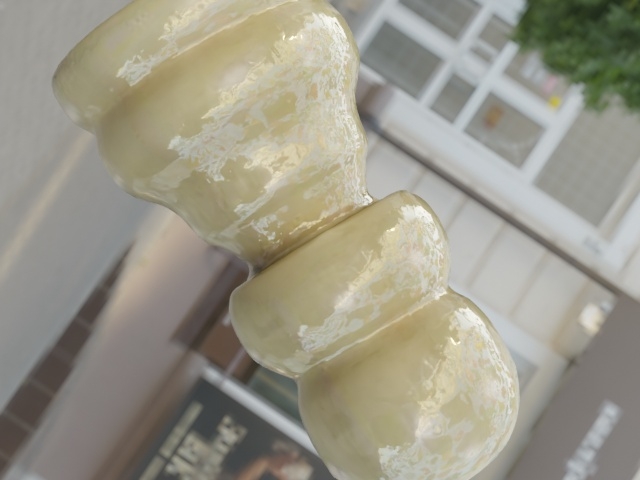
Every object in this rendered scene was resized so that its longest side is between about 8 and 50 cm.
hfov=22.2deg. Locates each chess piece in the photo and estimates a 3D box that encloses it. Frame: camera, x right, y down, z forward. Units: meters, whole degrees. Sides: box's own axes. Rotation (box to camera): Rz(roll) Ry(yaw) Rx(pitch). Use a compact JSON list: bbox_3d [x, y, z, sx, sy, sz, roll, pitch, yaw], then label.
[{"bbox_3d":[0.000,0.000,0.876,0.167,0.300,0.167,-32,176,-2],"label":"chess piece"}]
